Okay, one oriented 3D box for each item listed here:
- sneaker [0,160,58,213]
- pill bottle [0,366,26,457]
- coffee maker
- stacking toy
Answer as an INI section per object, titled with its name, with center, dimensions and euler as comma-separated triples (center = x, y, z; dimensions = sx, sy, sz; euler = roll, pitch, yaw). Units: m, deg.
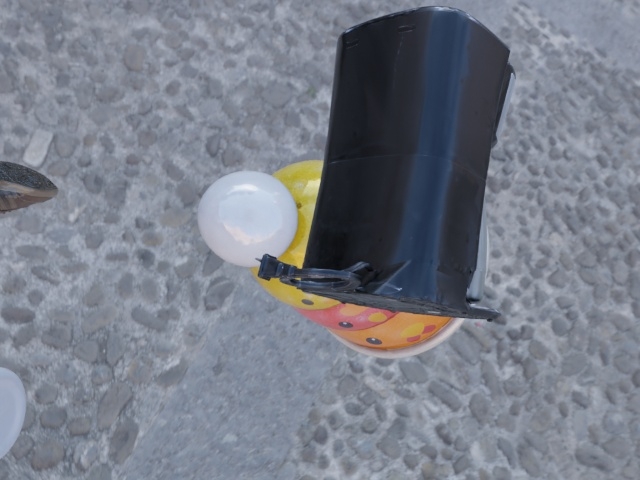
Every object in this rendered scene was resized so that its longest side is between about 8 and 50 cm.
[sneaker]
center = -0.446, -0.063, 0.908
dimensions = 0.066, 0.071, 0.188
euler = 43, 18, 21
[pill bottle]
center = -0.621, 0.263, 1.062
dimensions = 0.265, 0.153, 0.153
euler = 4, 59, 14
[coffee maker]
center = 0.054, -0.047, 0.420
dimensions = 0.120, 0.171, 0.178
euler = 4, 81, 21
[stacking toy]
center = 0.000, 0.000, 0.964
dimensions = 0.480, 0.351, 0.350
euler = 10, 55, -54
